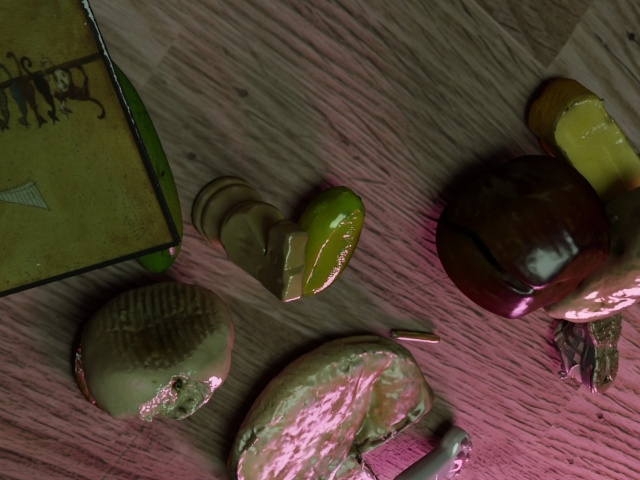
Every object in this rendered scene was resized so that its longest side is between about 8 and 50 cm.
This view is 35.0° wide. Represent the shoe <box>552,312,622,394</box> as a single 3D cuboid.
[{"bbox_3d":[0.435,0.159,1.667,0.089,0.092,0.180,-15,107,-39],"label":"shoe"}]

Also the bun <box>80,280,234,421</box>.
[{"bbox_3d":[-0.184,0.143,1.179,0.179,0.193,0.127,-10,121,-12],"label":"bun"}]

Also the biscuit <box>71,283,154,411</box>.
[{"bbox_3d":[-0.226,0.139,1.292,0.188,0.027,0.187,-13,118,-24],"label":"biscuit"}]

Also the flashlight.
[{"bbox_3d":[0.175,0.362,1.593,0.200,0.047,0.093,-25,133,-45],"label":"flashlight"}]

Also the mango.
[{"bbox_3d":[0.000,0.000,1.335,0.091,0.074,0.165,9,120,-40],"label":"mango"}]

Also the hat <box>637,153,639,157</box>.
[{"bbox_3d":[0.568,-0.033,1.628,0.245,0.149,0.214,-7,118,-16],"label":"hat"}]

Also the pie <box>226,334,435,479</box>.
[{"bbox_3d":[0.011,0.280,1.478,0.338,0.075,0.337,-13,120,-24],"label":"pie"}]

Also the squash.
[{"bbox_3d":[-0.215,-0.088,1.152,0.082,0.082,0.292,-27,124,-18],"label":"squash"}]

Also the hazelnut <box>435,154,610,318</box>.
[{"bbox_3d":[0.282,-0.006,1.433,0.234,0.218,0.218,-32,126,-11],"label":"hazelnut"}]

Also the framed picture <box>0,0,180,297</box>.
[{"bbox_3d":[-0.320,-0.097,1.070,0.255,0.014,0.338,-16,123,0],"label":"framed picture"}]

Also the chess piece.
[{"bbox_3d":[-0.074,-0.003,1.204,0.090,0.200,0.090,-14,120,-26],"label":"chess piece"}]

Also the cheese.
[{"bbox_3d":[0.424,0.024,1.492,0.093,0.263,0.159,25,55,-19],"label":"cheese"}]

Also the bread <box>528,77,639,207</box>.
[{"bbox_3d":[0.394,-0.137,1.494,0.102,0.094,0.245,-44,128,6],"label":"bread"}]

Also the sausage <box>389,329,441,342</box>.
[{"bbox_3d":[0.143,0.145,1.526,0.100,0.015,0.015,10,108,-34],"label":"sausage"}]
